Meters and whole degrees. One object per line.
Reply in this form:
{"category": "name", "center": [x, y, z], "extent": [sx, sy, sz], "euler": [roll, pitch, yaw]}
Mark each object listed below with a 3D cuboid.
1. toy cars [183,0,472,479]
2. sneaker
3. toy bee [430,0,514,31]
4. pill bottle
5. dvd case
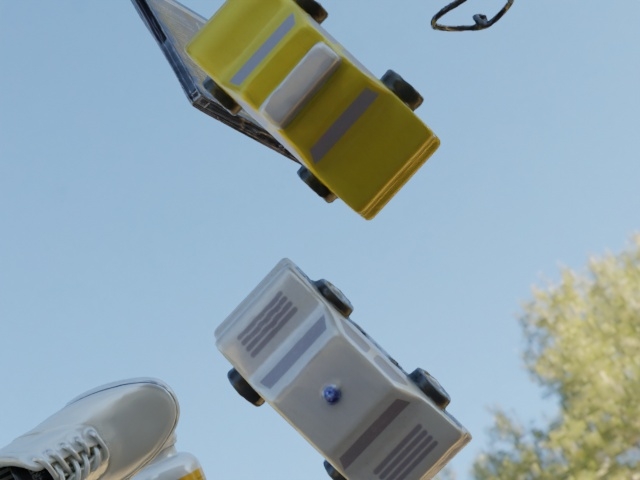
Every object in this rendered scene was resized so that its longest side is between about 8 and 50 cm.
{"category": "toy cars", "center": [0.000, 0.000, 0.859], "extent": [0.177, 0.393, 0.087], "euler": [-6, 0, 8]}
{"category": "sneaker", "center": [-0.235, 0.207, 1.113], "extent": [0.258, 0.094, 0.091], "euler": [-31, 8, -17]}
{"category": "toy bee", "center": [0.211, -0.271, 0.858], "extent": [0.298, 0.162, 0.195], "euler": [-12, -13, -15]}
{"category": "pill bottle", "center": [-0.182, 0.323, 1.480], "extent": [0.118, 0.208, 0.117], "euler": [-22, -3, -1]}
{"category": "dvd case", "center": [-0.081, -0.146, 1.111], "extent": [0.165, 0.221, 0.018], "euler": [26, -68, -39]}
